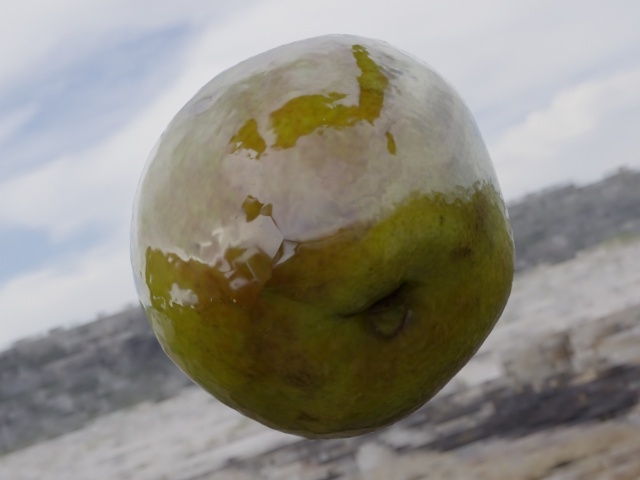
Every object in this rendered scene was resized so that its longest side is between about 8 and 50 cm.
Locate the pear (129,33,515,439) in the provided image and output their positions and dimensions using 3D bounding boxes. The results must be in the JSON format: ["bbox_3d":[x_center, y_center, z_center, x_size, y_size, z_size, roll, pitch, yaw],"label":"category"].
[{"bbox_3d":[0.000,0.000,0.880,0.200,0.200,0.200,-19,-5,-2],"label":"pear"}]
